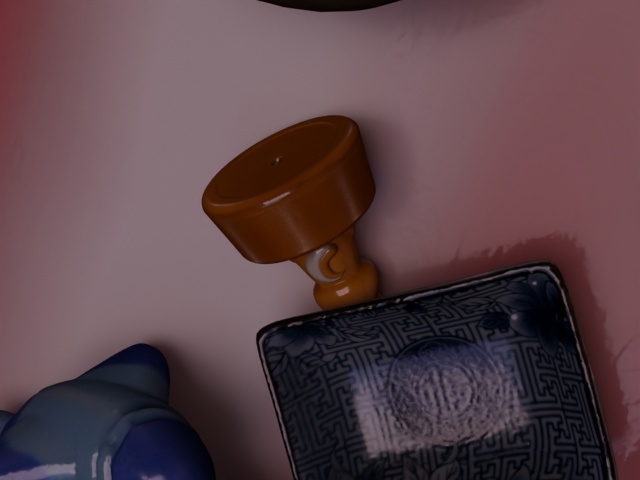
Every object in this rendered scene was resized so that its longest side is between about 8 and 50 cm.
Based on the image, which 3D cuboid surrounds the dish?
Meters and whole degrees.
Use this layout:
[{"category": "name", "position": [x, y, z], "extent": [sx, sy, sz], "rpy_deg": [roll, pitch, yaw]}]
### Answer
[{"category": "dish", "position": [0.090, 0.121, 0.762], "extent": [0.243, 0.080, 0.182], "rpy_deg": [-15, 93, 20]}]

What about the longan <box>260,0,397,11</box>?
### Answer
[{"category": "longan", "position": [-0.010, -0.295, 0.646], "extent": [0.350, 0.288, 0.288], "rpy_deg": [29, 106, 25]}]

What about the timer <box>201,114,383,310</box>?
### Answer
[{"category": "timer", "position": [0.000, 0.000, 0.772], "extent": [0.132, 0.132, 0.152], "rpy_deg": [-19, 115, 21]}]

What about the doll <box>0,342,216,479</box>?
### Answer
[{"category": "doll", "position": [-0.155, 0.236, 0.802], "extent": [0.365, 0.187, 0.376], "rpy_deg": [47, 113, 10]}]
